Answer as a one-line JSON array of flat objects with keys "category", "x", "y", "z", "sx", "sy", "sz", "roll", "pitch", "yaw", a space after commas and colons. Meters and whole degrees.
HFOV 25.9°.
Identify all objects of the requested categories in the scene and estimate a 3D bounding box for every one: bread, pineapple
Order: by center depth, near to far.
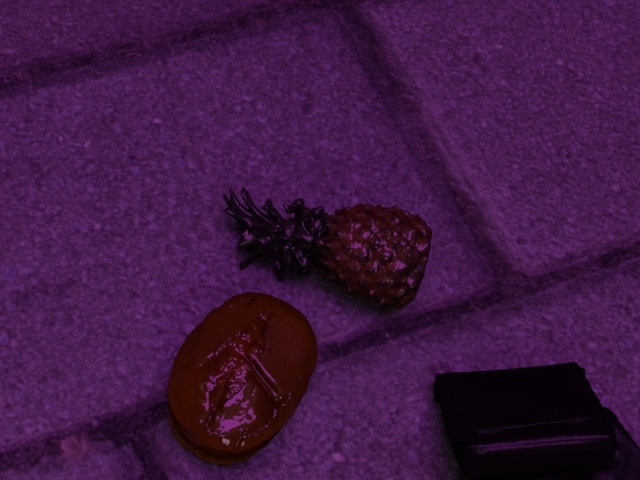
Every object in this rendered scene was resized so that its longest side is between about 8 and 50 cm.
[{"category": "bread", "x": -0.119, "y": 0.206, "z": 2.083, "sx": 0.195, "sy": 0.142, "sz": 0.269, "roll": 31, "pitch": 56, "yaw": 7}, {"category": "pineapple", "x": 0.000, "y": 0.000, "z": 2.227, "sx": 0.341, "sy": 0.169, "sz": 0.169, "roll": 14, "pitch": 57, "yaw": 0}]

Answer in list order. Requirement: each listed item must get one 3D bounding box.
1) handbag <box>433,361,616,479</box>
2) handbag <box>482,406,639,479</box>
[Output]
[{"category": "handbag", "x": 0.307, "y": 0.274, "z": 2.120, "sx": 0.247, "sy": 0.080, "sz": 0.223, "roll": -4, "pitch": 27, "yaw": -4}, {"category": "handbag", "x": 0.380, "y": 0.388, "z": 2.121, "sx": 0.332, "sy": 0.075, "sz": 0.191, "roll": -26, "pitch": 66, "yaw": -26}]
